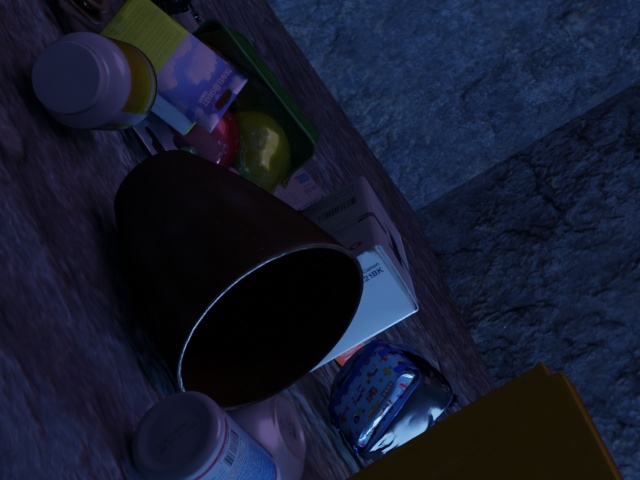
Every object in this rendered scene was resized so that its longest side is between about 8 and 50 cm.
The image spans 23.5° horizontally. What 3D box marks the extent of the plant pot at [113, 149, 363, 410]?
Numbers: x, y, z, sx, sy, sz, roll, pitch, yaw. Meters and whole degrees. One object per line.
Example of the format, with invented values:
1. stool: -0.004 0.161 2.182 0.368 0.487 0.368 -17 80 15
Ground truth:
1. plant pot: -0.108 0.016 1.563 0.230 0.215 0.215 49 2 34

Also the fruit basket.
1. fruit basket: -0.158 -0.147 2.021 0.327 0.165 0.353 52 30 1

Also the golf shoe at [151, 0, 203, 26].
1. golf shoe: -0.214 -0.317 2.462 0.198 0.077 0.094 62 -6 -12

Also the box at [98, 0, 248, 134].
1. box: -0.189 -0.212 1.885 0.178 0.042 0.109 38 55 -10

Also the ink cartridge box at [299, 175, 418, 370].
1. ink cartridge box: 0.011 0.046 2.058 0.114 0.197 0.273 57 9 -18

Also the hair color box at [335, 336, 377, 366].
1. hair color box: 0.055 0.167 2.385 0.167 0.053 0.093 49 13 -46

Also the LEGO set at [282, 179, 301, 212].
1. LEGO set: -0.070 -0.133 2.574 0.244 0.060 0.182 -113 180 -50

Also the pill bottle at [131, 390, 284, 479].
1. pill bottle: -0.089 0.203 1.343 0.160 0.087 0.087 50 13 -47

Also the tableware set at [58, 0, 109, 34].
1. tableware set: -0.323 -0.338 1.872 0.194 0.039 0.128 38 21 -40

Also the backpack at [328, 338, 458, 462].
1. backpack: 0.080 0.206 2.092 0.117 0.158 0.173 31 10 -34

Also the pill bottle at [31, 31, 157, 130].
1. pill bottle: -0.244 -0.170 1.648 0.103 0.103 0.184 60 8 2

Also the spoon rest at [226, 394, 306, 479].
1. spoon rest: -0.075 0.159 1.667 0.137 0.084 0.276 47 29 -51

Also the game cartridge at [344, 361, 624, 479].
1. game cartridge: 0.184 0.319 1.722 0.052 0.324 0.285 48 15 -44
